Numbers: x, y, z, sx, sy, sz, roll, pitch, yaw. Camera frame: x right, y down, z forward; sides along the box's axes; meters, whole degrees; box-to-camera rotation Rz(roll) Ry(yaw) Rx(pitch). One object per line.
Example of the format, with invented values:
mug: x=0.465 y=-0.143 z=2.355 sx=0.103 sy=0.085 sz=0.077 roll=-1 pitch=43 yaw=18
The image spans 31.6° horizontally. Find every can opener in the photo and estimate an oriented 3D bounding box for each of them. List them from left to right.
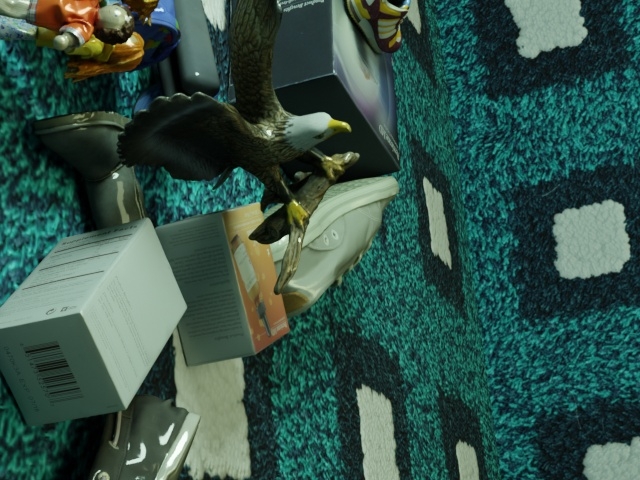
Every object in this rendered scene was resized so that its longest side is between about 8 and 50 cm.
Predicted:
can opener: x=-0.189 y=-0.265 z=1.325 sx=0.095 sy=0.076 sz=0.283 roll=15 pitch=43 yaw=-34

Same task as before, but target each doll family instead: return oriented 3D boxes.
doll family: x=-0.235 y=-0.242 z=1.091 sx=0.118 sy=0.163 sz=0.263 roll=122 pitch=-24 yaw=-46

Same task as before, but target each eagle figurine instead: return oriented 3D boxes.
eagle figurine: x=-0.073 y=-0.130 z=1.185 sx=0.298 sy=0.225 sz=0.226 roll=47 pitch=22 yaw=-41

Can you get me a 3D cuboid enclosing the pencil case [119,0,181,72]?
pencil case: x=-0.218 y=-0.338 z=1.244 sx=0.133 sy=0.119 sz=0.306 roll=3 pitch=72 yaw=-28

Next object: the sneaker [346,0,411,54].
sneaker: x=0.104 y=-0.338 z=1.699 sx=0.185 sy=0.084 sz=0.070 roll=31 pitch=49 yaw=-63

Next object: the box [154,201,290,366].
box: x=-0.115 y=0.050 z=1.365 sx=0.130 sy=0.091 sz=0.170 roll=-27 pitch=104 yaw=-72

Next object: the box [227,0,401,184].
box: x=-0.004 y=-0.278 z=1.769 sx=0.296 sy=0.182 sz=0.294 roll=47 pitch=36 yaw=-56

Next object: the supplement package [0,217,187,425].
supplement package: x=-0.211 y=0.071 z=1.040 sx=0.179 sy=0.105 sz=0.105 roll=-65 pitch=139 yaw=-61

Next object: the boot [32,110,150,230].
boot: x=-0.218 y=-0.023 z=1.159 sx=0.189 sy=0.076 sz=0.208 roll=-1 pitch=86 yaw=-70

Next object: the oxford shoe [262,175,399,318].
oxford shoe: x=0.000 y=0.000 z=1.634 sx=0.449 sy=0.169 sz=0.130 roll=-39 pitch=113 yaw=-62

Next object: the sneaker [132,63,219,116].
sneaker: x=-0.159 y=-0.191 z=1.390 sx=0.221 sy=0.087 sz=0.083 roll=-83 pitch=155 yaw=-45

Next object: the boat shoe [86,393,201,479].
boat shoe: x=-0.202 y=0.263 z=1.005 sx=0.335 sy=0.095 sz=0.112 roll=-68 pitch=178 yaw=-54
